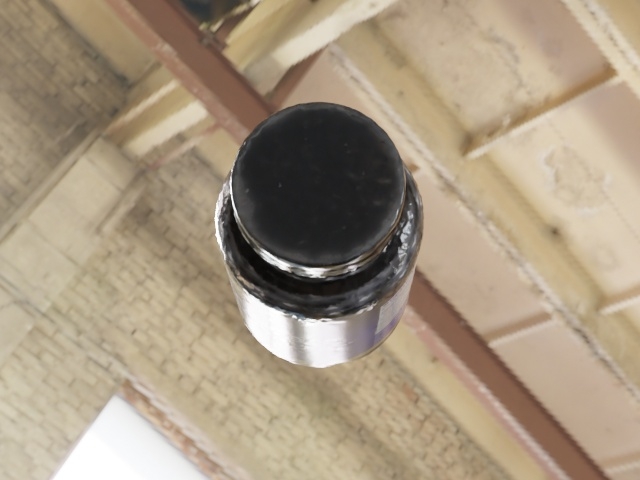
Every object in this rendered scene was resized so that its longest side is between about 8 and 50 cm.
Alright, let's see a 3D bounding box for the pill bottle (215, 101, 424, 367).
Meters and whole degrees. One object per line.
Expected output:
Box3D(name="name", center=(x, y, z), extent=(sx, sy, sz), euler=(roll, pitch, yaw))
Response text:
Box3D(name="pill bottle", center=(0.000, 0.000, 0.724), extent=(0.123, 0.122, 0.219), euler=(26, -15, 9))
